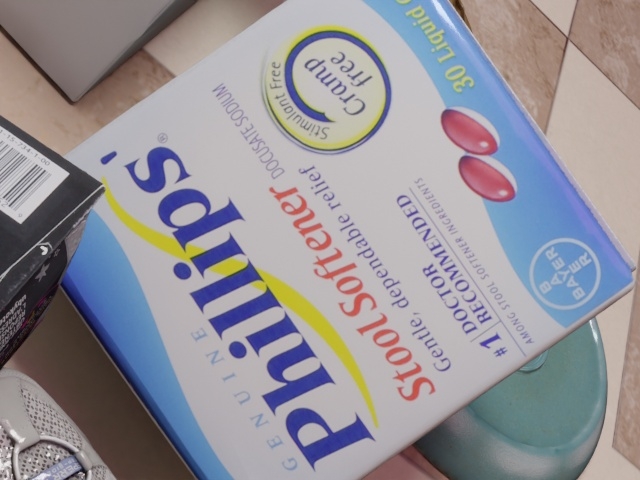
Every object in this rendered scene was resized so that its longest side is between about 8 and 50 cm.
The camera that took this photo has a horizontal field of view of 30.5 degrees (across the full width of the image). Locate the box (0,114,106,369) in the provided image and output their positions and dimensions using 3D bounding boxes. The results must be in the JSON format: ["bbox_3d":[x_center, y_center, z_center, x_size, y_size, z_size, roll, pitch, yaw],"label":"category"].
[{"bbox_3d":[-0.267,-0.013,0.600,0.247,0.142,0.163,35,44,-2],"label":"box"}]

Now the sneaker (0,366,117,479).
[{"bbox_3d":[-0.118,0.184,0.672,0.281,0.115,0.105,56,42,0],"label":"sneaker"}]

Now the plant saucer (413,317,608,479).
[{"bbox_3d":[0.158,0.076,1.053,0.317,0.043,0.318,22,53,-32],"label":"plant saucer"}]

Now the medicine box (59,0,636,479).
[{"bbox_3d":[0.000,0.000,0.761,0.263,0.289,0.149,55,-2,-1],"label":"medicine box"}]

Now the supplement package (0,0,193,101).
[{"bbox_3d":[-0.134,-0.282,0.881,0.198,0.199,0.263,47,43,-10],"label":"supplement package"}]

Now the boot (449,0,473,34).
[{"bbox_3d":[0.095,-0.206,0.989,0.269,0.089,0.236,46,54,-66],"label":"boot"}]
